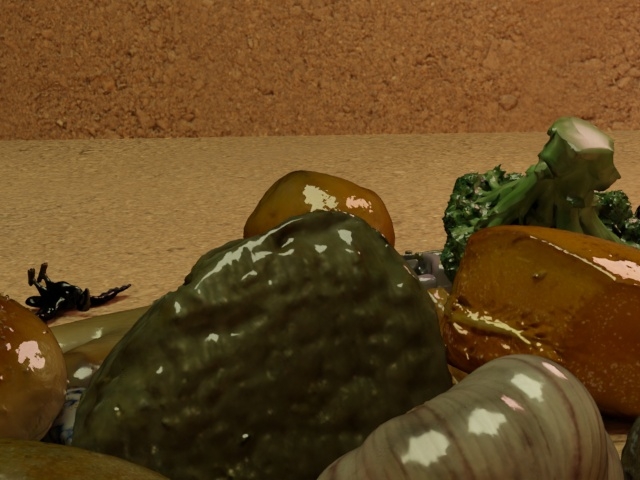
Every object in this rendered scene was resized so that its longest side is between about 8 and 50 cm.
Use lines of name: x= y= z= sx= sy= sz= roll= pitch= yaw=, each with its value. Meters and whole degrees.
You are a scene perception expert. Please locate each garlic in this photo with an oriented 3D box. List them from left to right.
garlic: x=0.121 y=0.222 z=1.228 sx=0.245 sy=0.245 sz=0.253 roll=-11 pitch=50 yaw=-27

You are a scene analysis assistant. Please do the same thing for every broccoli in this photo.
broccoli: x=0.265 y=-0.017 z=2.049 sx=0.270 sy=0.270 sz=0.270 roll=9 pitch=36 yaw=-6

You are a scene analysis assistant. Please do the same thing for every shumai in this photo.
shumai: x=-0.065 y=0.144 z=1.476 sx=0.330 sy=0.292 sz=0.288 roll=-30 pitch=11 yaw=-17

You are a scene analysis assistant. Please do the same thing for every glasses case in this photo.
glasses case: x=-0.222 y=0.187 z=1.724 sx=0.087 sy=0.065 sz=0.248 roll=-17 pitch=14 yaw=-27

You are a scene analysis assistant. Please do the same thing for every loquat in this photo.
loquat: x=0.000 y=0.000 z=2.295 sx=0.187 sy=0.176 sz=0.234 roll=34 pitch=-12 yaw=-6

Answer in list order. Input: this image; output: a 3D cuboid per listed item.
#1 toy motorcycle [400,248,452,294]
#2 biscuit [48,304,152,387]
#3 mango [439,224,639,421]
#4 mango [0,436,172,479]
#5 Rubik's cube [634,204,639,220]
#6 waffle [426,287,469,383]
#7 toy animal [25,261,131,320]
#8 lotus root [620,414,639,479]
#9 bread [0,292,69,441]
toy motorcycle: x=0.172 y=0.043 z=2.261 sx=0.225 sy=0.073 sz=0.152 roll=-1 pitch=13 yaw=24
biscuit: x=-0.207 y=0.124 z=2.044 sx=0.290 sy=0.062 sz=0.237 roll=-10 pitch=12 yaw=-31
mango: x=0.285 y=0.083 z=1.750 sx=0.350 sy=0.201 sz=0.199 roll=10 pitch=46 yaw=14
mango: x=-0.203 y=0.209 z=1.215 sx=0.329 sy=0.175 sz=0.176 roll=26 pitch=-19 yaw=7
Rubik's cube: x=0.432 y=0.011 z=2.211 sx=0.133 sy=0.133 sz=0.112 roll=-15 pitch=-11 yaw=-41
waffle: x=0.151 y=0.151 z=1.904 sx=0.032 sy=0.125 sz=0.191 roll=-8 pitch=45 yaw=-26
toy animal: x=-0.346 y=0.075 z=2.373 sx=0.108 sy=0.062 sz=0.220 roll=24 pitch=24 yaw=28
lotus root: x=0.351 y=0.203 z=1.281 sx=0.158 sy=0.140 sz=0.322 roll=17 pitch=3 yaw=-36
bread: x=-0.390 y=0.143 z=1.701 sx=0.305 sy=0.159 sz=0.305 roll=-22 pitch=19 yaw=8
